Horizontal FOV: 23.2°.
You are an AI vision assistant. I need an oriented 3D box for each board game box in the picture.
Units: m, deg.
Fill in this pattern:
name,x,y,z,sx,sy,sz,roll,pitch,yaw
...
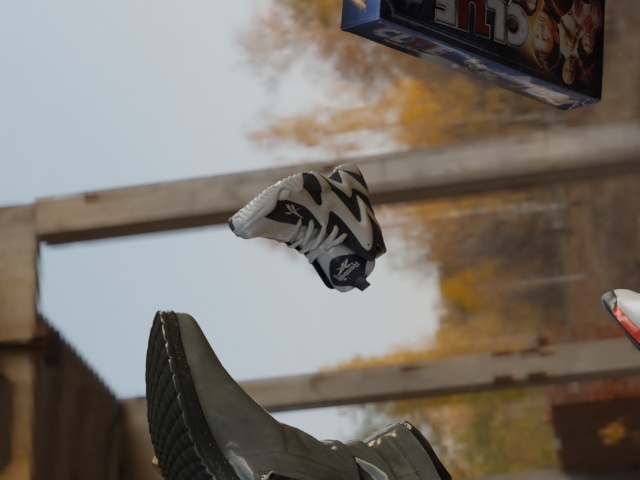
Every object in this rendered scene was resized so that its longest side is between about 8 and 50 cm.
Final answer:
name,x,y,z,sx,sy,sz,roll,pitch,yaw
board game box,0.122,-0.206,1.164,0.243,0.042,0.165,13,-103,-40

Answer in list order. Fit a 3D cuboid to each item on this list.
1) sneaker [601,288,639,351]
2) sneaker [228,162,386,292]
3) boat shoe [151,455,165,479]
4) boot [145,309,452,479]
name,x,y,z,sx,sy,sz,roll,pitch,yaw
sneaker,0.425,0.094,1.678,0.090,0.145,0.270,45,-178,-33
sneaker,0.000,0.000,1.900,0.235,0.094,0.153,-16,-106,-57
boat shoe,-0.107,0.240,1.382,0.135,0.045,0.050,51,158,-19
boot,-0.012,0.142,1.010,0.246,0.161,0.083,63,150,35
